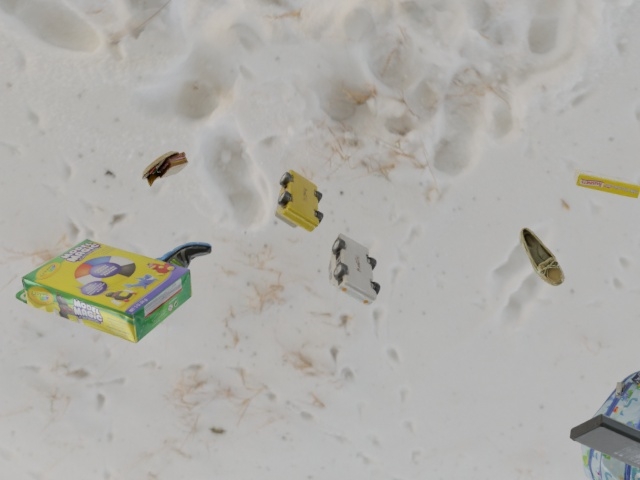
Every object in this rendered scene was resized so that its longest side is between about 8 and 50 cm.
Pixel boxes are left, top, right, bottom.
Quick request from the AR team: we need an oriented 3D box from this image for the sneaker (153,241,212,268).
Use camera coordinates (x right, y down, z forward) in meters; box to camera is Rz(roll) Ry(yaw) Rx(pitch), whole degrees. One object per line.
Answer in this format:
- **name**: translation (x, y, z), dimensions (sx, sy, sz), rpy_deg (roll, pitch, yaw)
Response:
- **sneaker**: translation (-0.330, 0.062, 1.453), dimensions (0.188, 0.067, 0.078), rpy_deg (-30, 83, -17)

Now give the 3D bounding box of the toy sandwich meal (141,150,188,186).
- **toy sandwich meal**: translation (-0.267, -0.123, 1.094), dimensions (0.086, 0.085, 0.029), rpy_deg (-37, 93, 15)

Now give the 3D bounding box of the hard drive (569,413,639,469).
- **hard drive**: translation (0.490, 0.328, 1.034), dimensions (0.135, 0.022, 0.094), rpy_deg (23, 146, 1)

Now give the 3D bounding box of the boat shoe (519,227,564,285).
- **boat shoe**: translation (0.514, 0.038, 1.490), dimensions (0.056, 0.048, 0.153), rpy_deg (-29, 70, 12)

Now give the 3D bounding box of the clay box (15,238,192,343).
- **clay box**: translation (-0.310, 0.062, 0.900), dimensions (0.222, 0.127, 0.053), rpy_deg (15, 121, 20)

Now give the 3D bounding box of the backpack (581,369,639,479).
- **backpack**: translation (0.775, 0.462, 1.492), dimensions (0.273, 0.355, 0.290), rpy_deg (6, 120, 32)

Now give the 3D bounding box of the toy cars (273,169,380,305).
- **toy cars**: translation (0.000, 0.000, 1.390), dimensions (0.176, 0.393, 0.087), rpy_deg (1, 135, -53)

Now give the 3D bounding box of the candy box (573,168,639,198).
- **candy box**: translation (0.537, -0.110, 1.209), dimensions (0.105, 0.206, 0.027), rpy_deg (13, 103, 18)
